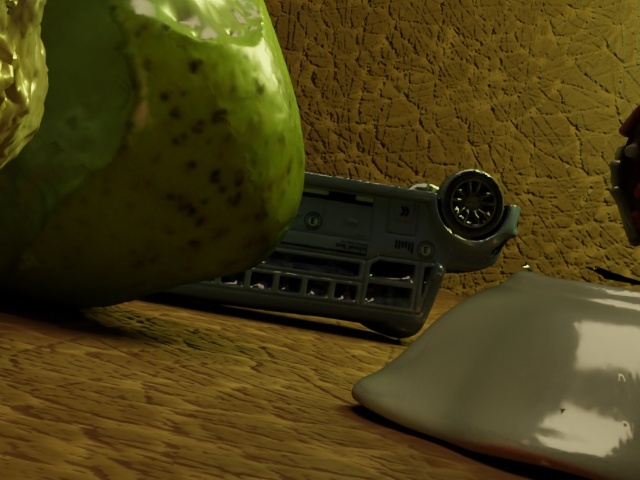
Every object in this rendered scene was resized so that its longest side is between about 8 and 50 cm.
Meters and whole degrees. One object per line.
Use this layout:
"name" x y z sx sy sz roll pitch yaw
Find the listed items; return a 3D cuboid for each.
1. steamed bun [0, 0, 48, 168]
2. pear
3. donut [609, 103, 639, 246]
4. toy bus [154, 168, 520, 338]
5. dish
"steamed bun" -0.246 -0.043 0.503 0.295 0.137 0.292 3 4 2
"pear" -0.150 -0.061 0.731 0.282 0.286 0.176 34 26 0
"donut" 0.246 0.016 0.624 0.269 0.103 0.269 50 -5 6
"toy bus" 0.000 0.000 1.012 0.292 0.133 0.125 8 -4 -16
"dish" 0.132 0.054 0.578 0.229 0.081 0.229 11 1 0
